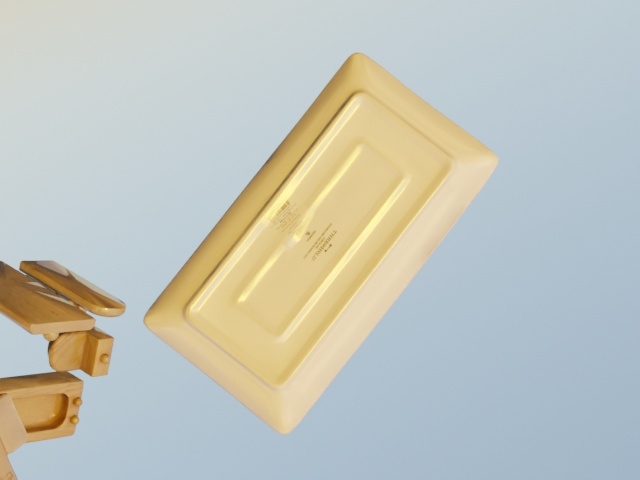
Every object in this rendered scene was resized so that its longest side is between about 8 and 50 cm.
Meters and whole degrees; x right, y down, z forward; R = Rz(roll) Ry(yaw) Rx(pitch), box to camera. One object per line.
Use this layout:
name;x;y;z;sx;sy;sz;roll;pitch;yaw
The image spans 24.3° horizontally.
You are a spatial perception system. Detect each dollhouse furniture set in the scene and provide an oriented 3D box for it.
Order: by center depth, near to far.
dollhouse furniture set;-0.210;0.106;1.139;0.123;0.151;0.144;25;-161;40

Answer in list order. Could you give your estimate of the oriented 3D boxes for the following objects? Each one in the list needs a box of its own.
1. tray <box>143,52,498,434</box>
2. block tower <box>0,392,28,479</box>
tray;0.000;0.000;1.125;0.270;0.145;0.030;-52;175;-2
block tower;-0.261;0.191;0.675;0.091;0.097;0.335;-7;-159;34
